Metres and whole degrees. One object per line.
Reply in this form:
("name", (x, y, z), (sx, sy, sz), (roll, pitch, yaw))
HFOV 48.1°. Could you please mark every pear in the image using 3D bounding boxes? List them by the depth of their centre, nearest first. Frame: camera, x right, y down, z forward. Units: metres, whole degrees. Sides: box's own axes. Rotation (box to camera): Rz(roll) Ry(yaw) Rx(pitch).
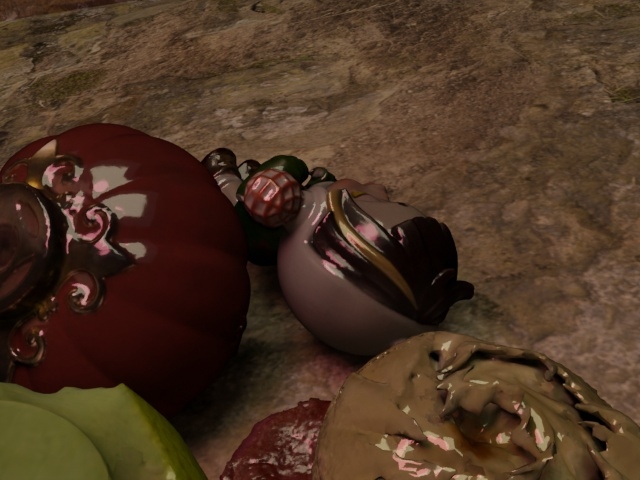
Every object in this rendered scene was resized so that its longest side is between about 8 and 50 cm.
("pear", (-0.201, 0.224, 0.473), (0.281, 0.286, 0.176), (14, 41, -28))

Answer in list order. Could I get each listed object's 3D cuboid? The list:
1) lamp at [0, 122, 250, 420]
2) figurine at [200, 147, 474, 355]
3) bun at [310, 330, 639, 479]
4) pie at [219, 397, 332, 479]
("lamp", (-0.212, 0.039, 0.691), (0.303, 0.257, 0.303), (-7, 72, 24))
("figurine", (0.000, 0.000, 0.769), (0.370, 0.167, 0.281), (33, 8, 40))
("bun", (0.118, 0.163, 0.502), (0.259, 0.152, 0.259), (0, 38, 0))
("pie", (-0.011, 0.197, 0.612), (0.153, 0.038, 0.153), (-5, 34, 3))
